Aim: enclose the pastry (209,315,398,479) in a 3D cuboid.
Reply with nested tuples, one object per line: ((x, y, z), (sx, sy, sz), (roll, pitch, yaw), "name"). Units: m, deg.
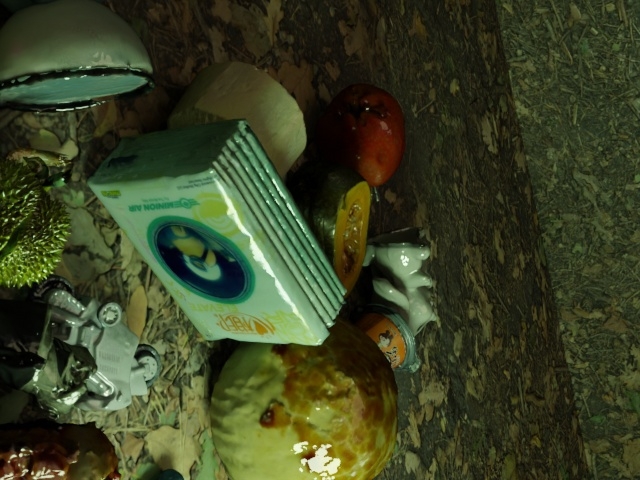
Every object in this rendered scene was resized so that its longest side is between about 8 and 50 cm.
((-0.013, 0.319, 1.459), (0.389, 0.313, 0.388), (0, 90, -57), "pastry")

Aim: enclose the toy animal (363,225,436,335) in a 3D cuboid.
((0.190, 0.104, 1.903), (0.249, 0.174, 0.289), (34, 51, -80), "toy animal")

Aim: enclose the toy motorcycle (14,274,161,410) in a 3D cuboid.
((-0.354, 0.175, 1.155), (0.260, 0.110, 0.170), (49, 59, -35), "toy motorcycle")

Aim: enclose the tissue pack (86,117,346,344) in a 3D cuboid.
((-0.162, -0.002, 1.297), (0.388, 0.287, 0.162), (60, 45, -33), "tissue pack")

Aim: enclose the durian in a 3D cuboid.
((-0.426, -0.029, 1.036), (0.159, 0.146, 0.198), (33, 39, -60), "durian")

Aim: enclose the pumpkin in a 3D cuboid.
((0.000, 0.000, 1.598), (0.222, 0.139, 0.317), (-38, 142, -54), "pumpkin")

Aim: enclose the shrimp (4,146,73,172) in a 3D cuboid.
((-0.420, -0.098, 1.161), (0.114, 0.023, 0.083), (-7, 94, -51), "shrimp")

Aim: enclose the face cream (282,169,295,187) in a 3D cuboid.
((-0.058, -0.086, 1.659), (0.314, 0.089, 0.143), (38, 56, -56), "face cream")

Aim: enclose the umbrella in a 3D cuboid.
((-0.444, 0.107, 0.970), (0.358, 0.106, 0.113), (36, 22, -32), "umbrella")

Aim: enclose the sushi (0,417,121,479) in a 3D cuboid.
((-0.394, 0.331, 1.000), (0.343, 0.182, 0.196), (14, 80, -52), "sushi")

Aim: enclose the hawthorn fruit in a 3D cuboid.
((0.105, -0.215, 1.821), (0.211, 0.211, 0.299), (-63, 146, -39), "hawthorn fruit")

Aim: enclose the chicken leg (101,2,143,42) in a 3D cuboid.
((-0.353, -0.366, 1.296), (0.145, 0.037, 0.062), (48, 34, -40), "chicken leg")

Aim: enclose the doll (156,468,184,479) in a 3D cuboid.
((-0.262, 0.428, 1.305), (0.083, 0.051, 0.076), (-35, 119, -55), "doll")

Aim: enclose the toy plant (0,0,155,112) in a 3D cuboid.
((-0.374, -0.363, 1.101), (0.247, 0.247, 0.332), (-10, 90, -57), "toy plant")

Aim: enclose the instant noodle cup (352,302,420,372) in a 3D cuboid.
((0.117, 0.249, 1.808), (0.126, 0.208, 0.177), (-27, 135, -40), "instant noodle cup")

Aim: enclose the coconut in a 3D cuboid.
((-0.148, -0.195, 1.399), (0.239, 0.239, 0.244), (58, 42, -34), "coconut")
